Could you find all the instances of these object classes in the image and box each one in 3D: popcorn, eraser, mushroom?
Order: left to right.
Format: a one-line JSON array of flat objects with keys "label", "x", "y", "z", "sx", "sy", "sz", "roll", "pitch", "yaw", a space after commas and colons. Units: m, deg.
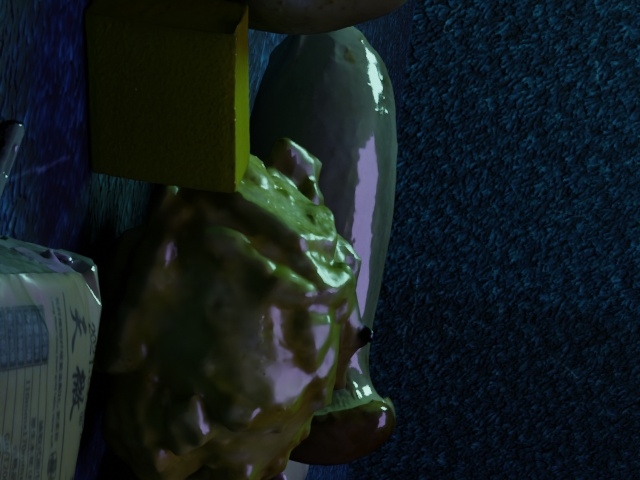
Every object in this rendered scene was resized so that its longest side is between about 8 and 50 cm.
[{"label": "eraser", "x": -0.094, "y": -0.095, "z": 1.034, "sx": 0.045, "sy": 0.097, "sz": 0.122, "roll": -70, "pitch": 166, "yaw": -51}, {"label": "popcorn", "x": -0.055, "y": 0.052, "z": 1.149, "sx": 0.233, "sy": 0.192, "sz": 0.266, "roll": 89, "pitch": 18, "yaw": -58}, {"label": "mushroom", "x": 0.000, "y": 0.000, "z": 1.296, "sx": 0.128, "sy": 0.128, "sz": 0.350, "roll": 45, "pitch": 42, "yaw": -81}]

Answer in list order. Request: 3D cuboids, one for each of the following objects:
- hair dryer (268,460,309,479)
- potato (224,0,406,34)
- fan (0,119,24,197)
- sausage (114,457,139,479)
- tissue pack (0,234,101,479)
[{"label": "hair dryer", "x": -0.068, "y": 0.069, "z": 1.415, "sx": 0.210, "sy": 0.125, "sz": 0.352, "roll": -64, "pitch": 155, "yaw": -67}, {"label": "potato", "x": -0.026, "y": -0.204, "z": 1.051, "sx": 0.157, "sy": 0.194, "sz": 0.157, "roll": 16, "pitch": 90, "yaw": -81}, {"label": "fan", "x": -0.203, "y": 0.079, "z": 0.785, "sx": 0.223, "sy": 0.012, "sz": 0.294, "roll": 5, "pitch": 94, "yaw": -80}, {"label": "sausage", "x": -0.104, "y": 0.240, "z": 1.297, "sx": 0.123, "sy": 0.123, "sz": 0.252, "roll": -68, "pitch": 163, "yaw": -58}, {"label": "tissue pack", "x": -0.170, "y": 0.124, "z": 0.636, "sx": 0.215, "sy": 0.123, "sz": 0.256, "roll": 0, "pitch": 103, "yaw": -79}]
